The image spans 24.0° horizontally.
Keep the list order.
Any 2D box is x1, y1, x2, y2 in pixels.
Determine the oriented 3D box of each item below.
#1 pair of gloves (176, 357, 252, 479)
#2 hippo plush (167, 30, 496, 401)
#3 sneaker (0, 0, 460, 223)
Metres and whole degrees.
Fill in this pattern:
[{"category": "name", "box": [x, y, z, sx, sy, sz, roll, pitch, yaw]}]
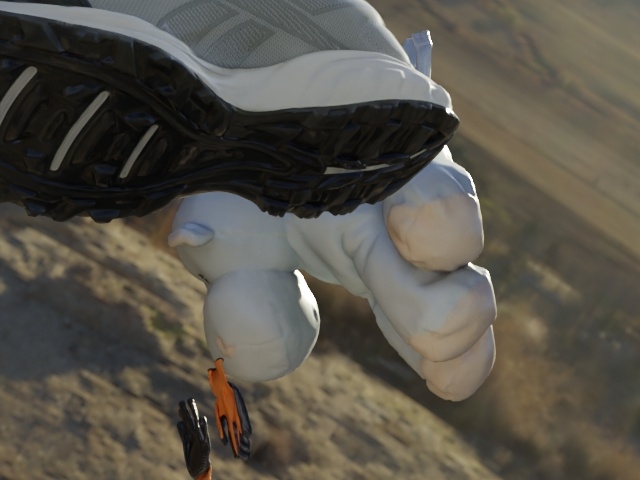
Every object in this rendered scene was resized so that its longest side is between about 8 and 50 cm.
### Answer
[{"category": "pair of gloves", "box": [-0.072, 0.129, 1.026, 0.010, 0.083, 0.074, 3, 54, -35]}, {"category": "hippo plush", "box": [0.000, 0.000, 1.197, 0.236, 0.294, 0.234, -12, 4, -1]}, {"category": "sneaker", "box": [-0.065, -0.074, 0.647, 0.271, 0.100, 0.108, 3, 51, -43]}]
